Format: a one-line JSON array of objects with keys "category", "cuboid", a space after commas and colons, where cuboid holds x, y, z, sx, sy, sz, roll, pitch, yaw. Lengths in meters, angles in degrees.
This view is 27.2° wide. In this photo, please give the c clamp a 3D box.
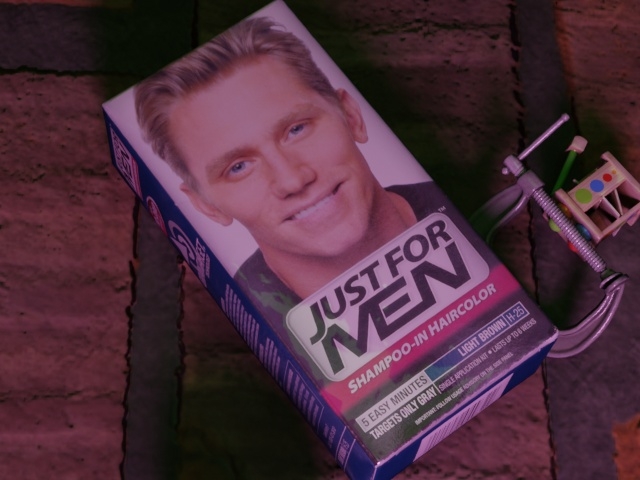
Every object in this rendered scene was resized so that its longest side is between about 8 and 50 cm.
[{"category": "c clamp", "cuboid": [0.179, 0.004, 1.027, 0.137, 0.022, 0.160, -38, 76, 21]}]

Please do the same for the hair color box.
[{"category": "hair color box", "cuboid": [0.000, 0.000, 1.011, 0.174, 0.105, 0.347, -34, 73, -16]}]

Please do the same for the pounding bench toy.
[{"category": "pounding bench toy", "cuboid": [0.209, -0.036, 1.065, 0.065, 0.052, 0.083, -35, 74, -15]}]
